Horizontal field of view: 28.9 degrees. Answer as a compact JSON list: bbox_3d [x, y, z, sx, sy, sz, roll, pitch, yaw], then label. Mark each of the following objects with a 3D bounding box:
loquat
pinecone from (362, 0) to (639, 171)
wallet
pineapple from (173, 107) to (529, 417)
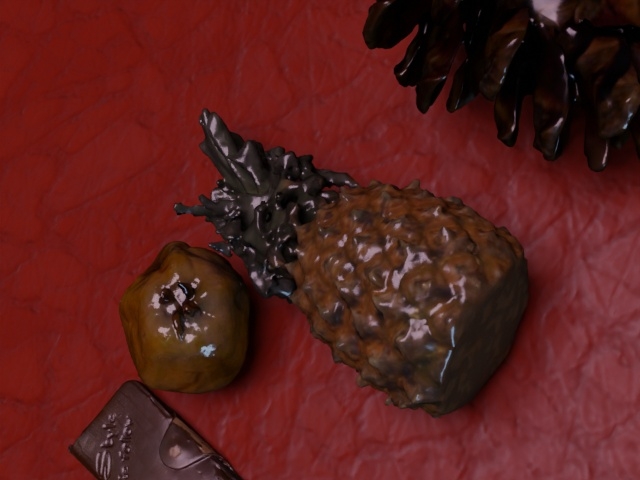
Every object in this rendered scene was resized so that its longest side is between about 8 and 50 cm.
[{"bbox_3d":[-0.113,0.065,1.040,0.113,0.137,0.137,12,80,-8],"label":"loquat"},{"bbox_3d":[0.163,-0.176,0.926,0.309,0.244,0.244,40,95,15],"label":"pinecone"},{"bbox_3d":[-0.136,0.203,1.071,0.176,0.026,0.095,40,92,27],"label":"wallet"},{"bbox_3d":[0.000,0.000,0.993,0.340,0.169,0.169,31,90,31],"label":"pineapple"}]
